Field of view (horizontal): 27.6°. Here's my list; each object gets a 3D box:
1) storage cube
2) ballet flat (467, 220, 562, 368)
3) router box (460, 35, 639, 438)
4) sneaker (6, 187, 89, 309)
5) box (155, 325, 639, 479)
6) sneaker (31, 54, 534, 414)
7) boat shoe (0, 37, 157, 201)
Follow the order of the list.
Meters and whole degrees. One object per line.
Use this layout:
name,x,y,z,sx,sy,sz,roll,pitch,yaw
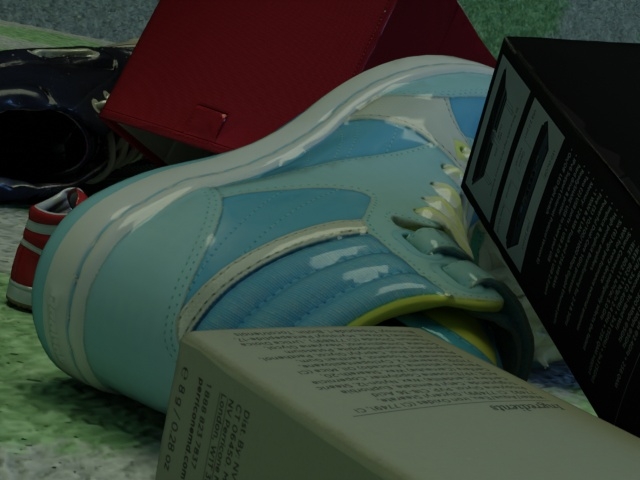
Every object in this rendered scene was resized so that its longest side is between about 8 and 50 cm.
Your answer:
storage cube,-0.011,-0.114,0.969,0.215,0.193,0.183,20,-12,31
ballet flat,0.265,-0.053,0.825,0.409,0.147,0.147,-26,25,-17
router box,0.241,0.016,0.505,0.309,0.081,0.243,0,35,-17
sneaker,-0.113,0.006,0.730,0.118,0.067,0.042,4,14,-36
box,0.069,0.110,0.346,0.113,0.094,0.275,2,15,-38
sneaker,0.050,0.016,0.620,0.319,0.127,0.208,-29,39,-35
boat shoe,-0.178,-0.086,1.032,0.340,0.127,0.158,-6,25,-35
